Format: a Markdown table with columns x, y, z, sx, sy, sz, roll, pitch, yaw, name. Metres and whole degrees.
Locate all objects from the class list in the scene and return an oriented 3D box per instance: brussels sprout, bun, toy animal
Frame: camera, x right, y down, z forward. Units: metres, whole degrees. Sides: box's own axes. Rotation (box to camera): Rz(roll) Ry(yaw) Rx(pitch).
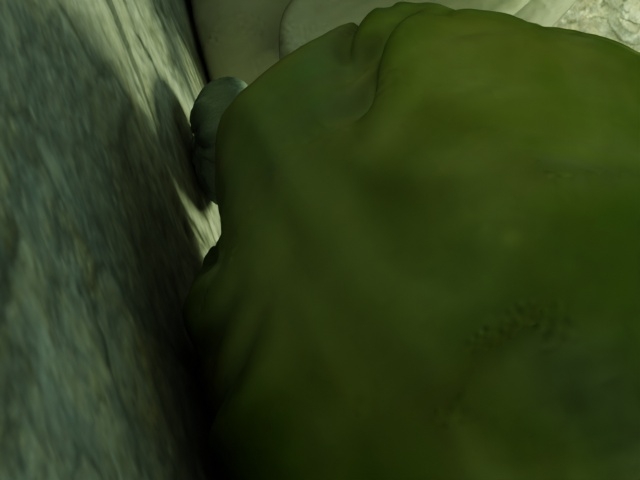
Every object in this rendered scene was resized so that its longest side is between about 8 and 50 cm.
| x | y | z | sx | sy | sz | roll | pitch | yaw | name |
| --- | --- | --- | --- | --- | --- | --- | --- | --- | --- |
| 0.070 | 0.054 | 0.640 | 0.344 | 0.268 | 0.344 | 58 | -16 | 27 | brussels sprout |
| -0.046 | -0.049 | 0.770 | 0.083 | 0.045 | 0.083 | -21 | 90 | -85 | bun |
| 0.050 | -0.174 | 0.948 | 0.272 | 0.265 | 0.206 | -95 | 164 | -53 | toy animal |
